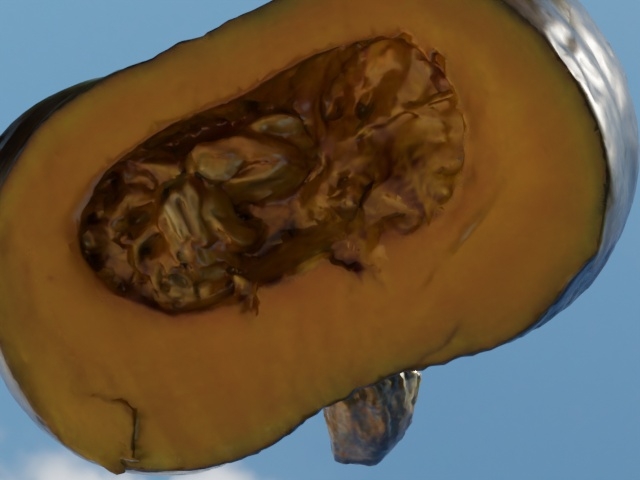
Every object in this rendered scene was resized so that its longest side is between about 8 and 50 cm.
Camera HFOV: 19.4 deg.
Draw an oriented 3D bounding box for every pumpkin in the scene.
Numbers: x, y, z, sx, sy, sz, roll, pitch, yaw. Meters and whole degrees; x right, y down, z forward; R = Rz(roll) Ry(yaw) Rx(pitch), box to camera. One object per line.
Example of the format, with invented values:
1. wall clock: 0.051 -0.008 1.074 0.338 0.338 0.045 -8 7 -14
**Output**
1. pumpkin: 0.000 0.000 0.860 0.317 0.221 0.139 -23 -175 2
